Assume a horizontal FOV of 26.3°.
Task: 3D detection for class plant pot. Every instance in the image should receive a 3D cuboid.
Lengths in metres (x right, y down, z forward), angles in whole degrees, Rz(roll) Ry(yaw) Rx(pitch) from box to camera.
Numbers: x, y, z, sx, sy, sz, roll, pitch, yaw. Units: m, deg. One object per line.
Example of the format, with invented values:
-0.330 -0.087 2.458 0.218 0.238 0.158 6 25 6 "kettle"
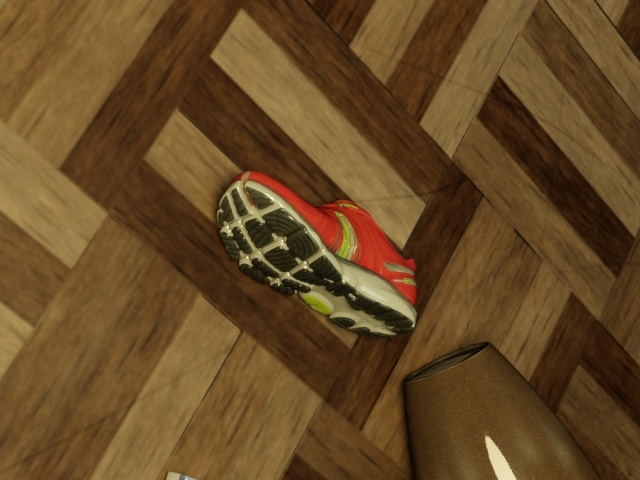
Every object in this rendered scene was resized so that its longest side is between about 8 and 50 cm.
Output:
0.186 0.239 1.522 0.215 0.215 0.230 -26 91 -37 "plant pot"

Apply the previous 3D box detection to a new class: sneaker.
0.000 0.000 1.436 0.279 0.107 0.118 39 48 -36 "sneaker"

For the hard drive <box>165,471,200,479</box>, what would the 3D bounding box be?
-0.111 0.413 1.357 0.210 0.040 0.318 27 73 -36 "hard drive"
